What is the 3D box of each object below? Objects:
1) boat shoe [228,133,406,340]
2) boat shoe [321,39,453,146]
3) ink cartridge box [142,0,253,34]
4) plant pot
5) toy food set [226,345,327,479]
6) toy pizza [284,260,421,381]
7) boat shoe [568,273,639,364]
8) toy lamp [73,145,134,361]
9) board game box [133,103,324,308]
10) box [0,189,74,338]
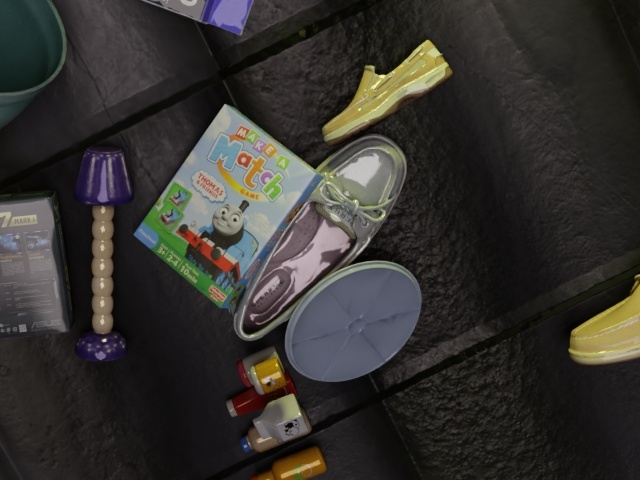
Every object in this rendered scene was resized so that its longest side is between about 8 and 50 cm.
[{"bbox_3d":[-0.003,-0.001,1.571,0.118,0.103,0.320,42,97,-14],"label":"boat shoe"},{"bbox_3d":[0.075,-0.194,1.558,0.190,0.068,0.072,-32,93,-7],"label":"boat shoe"},{"bbox_3d":[-0.160,-0.383,1.490,0.208,0.045,0.206,18,101,-11],"label":"ink cartridge box"},{"bbox_3d":[-0.473,-0.214,1.398,0.293,0.293,0.196,35,124,-13],"label":"plant pot"},{"bbox_3d":[-0.077,0.235,1.610,0.105,0.111,0.232,-22,137,0],"label":"toy food set"},{"bbox_3d":[0.042,0.105,1.606,0.201,0.032,0.201,-15,130,-19],"label":"toy pizza"},{"bbox_3d":[0.479,0.062,1.638,0.341,0.121,0.110,-26,101,-10],"label":"boat shoe"},{"bbox_3d":[-0.283,0.015,1.562,0.080,0.080,0.274,3,106,-7],"label":"toy lamp"},{"bbox_3d":[-0.120,-0.044,1.545,0.160,0.039,0.211,38,97,18],"label":"board game box"},{"bbox_3d":[-0.447,0.037,1.556,0.233,0.059,0.183,-7,105,-4],"label":"box"}]
